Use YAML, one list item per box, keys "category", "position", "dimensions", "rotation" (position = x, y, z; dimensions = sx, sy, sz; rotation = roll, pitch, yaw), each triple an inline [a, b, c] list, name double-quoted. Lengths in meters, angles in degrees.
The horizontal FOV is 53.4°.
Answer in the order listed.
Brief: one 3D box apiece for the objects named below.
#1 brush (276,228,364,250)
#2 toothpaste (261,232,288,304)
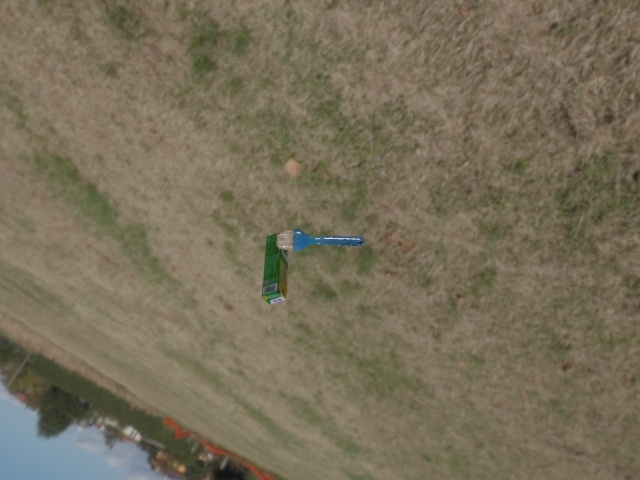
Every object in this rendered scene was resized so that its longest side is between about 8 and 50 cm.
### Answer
- category: "brush"
  position: [0.000, 0.000, 1.176]
  dimensions: [0.164, 0.014, 0.051]
  rotation: [2, 138, -1]
- category: "toothpaste"
  position: [-0.097, 0.059, 1.407]
  dimensions: [0.043, 0.179, 0.037]
  rotation: [-21, 133, 21]
